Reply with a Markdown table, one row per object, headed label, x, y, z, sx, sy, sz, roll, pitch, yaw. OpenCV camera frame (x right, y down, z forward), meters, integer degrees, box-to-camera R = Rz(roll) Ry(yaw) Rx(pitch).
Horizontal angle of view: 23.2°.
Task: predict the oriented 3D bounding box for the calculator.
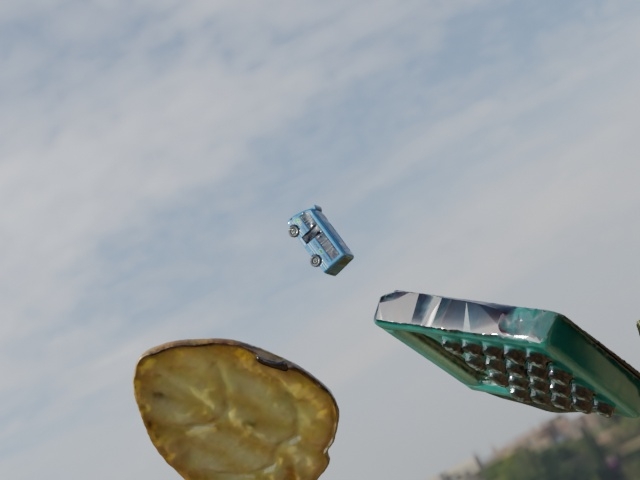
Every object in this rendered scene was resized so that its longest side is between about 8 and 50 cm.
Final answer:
| label | x | y | z | sx | sy | sz | roll | pitch | yaw |
| --- | --- | --- | --- | --- | --- | --- | --- | --- | --- |
| calculator | 0.221 | 0.135 | 1.779 | 0.274 | 0.058 | 0.248 | 7 | -20 | 44 |

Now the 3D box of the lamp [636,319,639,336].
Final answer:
| label | x | y | z | sx | sy | sz | roll | pitch | yaw |
| --- | --- | --- | --- | --- | --- | --- | --- | --- | --- |
| lamp | 0.428 | 0.075 | 1.603 | 0.197 | 0.223 | 0.223 | -24 | -10 | 3 |

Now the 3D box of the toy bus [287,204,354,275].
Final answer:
| label | x | y | z | sx | sy | sz | roll | pitch | yaw |
| --- | --- | --- | --- | --- | --- | --- | --- | --- | --- |
| toy bus | 0.000 | 0.000 | 1.853 | 0.046 | 0.083 | 0.038 | -41 | -21 | 13 |

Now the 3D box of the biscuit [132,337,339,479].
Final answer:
| label | x | y | z | sx | sy | sz | roll | pitch | yaw |
| --- | --- | --- | --- | --- | --- | --- | --- | --- | --- |
| biscuit | -0.101 | 0.201 | 1.803 | 0.203 | 0.260 | 0.041 | -51 | 15 | 21 |
